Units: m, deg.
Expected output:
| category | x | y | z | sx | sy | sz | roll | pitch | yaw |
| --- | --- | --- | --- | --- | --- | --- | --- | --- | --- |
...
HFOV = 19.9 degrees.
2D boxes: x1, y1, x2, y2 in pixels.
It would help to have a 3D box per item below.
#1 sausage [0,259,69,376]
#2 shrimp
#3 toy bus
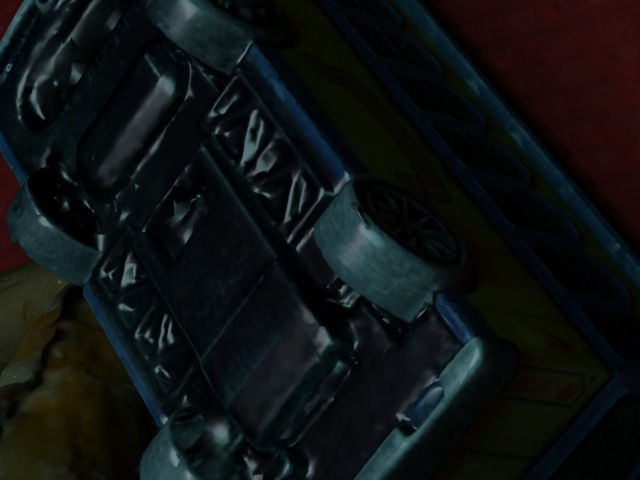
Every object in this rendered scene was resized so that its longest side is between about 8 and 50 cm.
| category | x | y | z | sx | sy | sz | roll | pitch | yaw |
| --- | --- | --- | --- | --- | --- | --- | --- | --- | --- |
| sausage | -0.157 | 0.039 | 0.998 | 0.301 | 0.066 | 0.066 | -19 | 68 | 43 |
| shrimp | -0.082 | 0.125 | 0.774 | 0.062 | 0.164 | 0.317 | -55 | 6 | 39 |
| toy bus | 0.000 | 0.000 | 0.757 | 0.152 | 0.190 | 0.312 | -54 | 50 | 23 |
